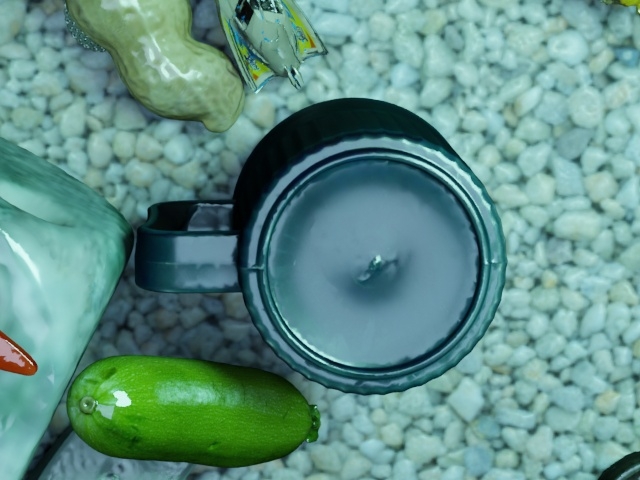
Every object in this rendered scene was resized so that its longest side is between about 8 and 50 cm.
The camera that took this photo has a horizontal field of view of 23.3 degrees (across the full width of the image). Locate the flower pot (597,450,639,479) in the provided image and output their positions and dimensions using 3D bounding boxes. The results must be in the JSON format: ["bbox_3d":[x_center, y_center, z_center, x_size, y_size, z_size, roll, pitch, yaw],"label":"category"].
[{"bbox_3d":[0.340,0.279,1.557,0.157,0.107,0.157,0,96,0],"label":"flower pot"}]

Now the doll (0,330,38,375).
[{"bbox_3d":[-0.307,0.064,1.183,0.109,0.057,0.169,-35,104,-1],"label":"doll"}]

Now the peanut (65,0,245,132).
[{"bbox_3d":[-0.158,-0.193,1.468,0.104,0.086,0.228,-42,106,-21],"label":"peanut"}]

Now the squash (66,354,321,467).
[{"bbox_3d":[-0.105,0.157,1.416,0.101,0.379,0.101,-5,80,30],"label":"squash"}]

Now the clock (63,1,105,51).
[{"bbox_3d":[-0.211,-0.224,1.505,0.074,0.010,0.083,13,98,-7],"label":"clock"}]

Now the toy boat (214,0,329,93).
[{"bbox_3d":[-0.068,-0.227,1.443,0.084,0.066,0.210,-27,134,6],"label":"toy boat"}]

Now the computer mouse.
[{"bbox_3d":[-0.214,0.236,1.546,0.128,0.079,0.231,43,79,-10],"label":"computer mouse"}]

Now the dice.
[{"bbox_3d":[-0.375,0.067,1.375,0.330,0.348,0.328,26,98,-5],"label":"dice"}]

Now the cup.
[{"bbox_3d":[0.012,-0.015,1.405,0.308,0.292,0.242,29,97,-7],"label":"cup"}]

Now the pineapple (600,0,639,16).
[{"bbox_3d":[0.358,-0.336,1.466,0.161,0.158,0.334,20,105,-44],"label":"pineapple"}]
